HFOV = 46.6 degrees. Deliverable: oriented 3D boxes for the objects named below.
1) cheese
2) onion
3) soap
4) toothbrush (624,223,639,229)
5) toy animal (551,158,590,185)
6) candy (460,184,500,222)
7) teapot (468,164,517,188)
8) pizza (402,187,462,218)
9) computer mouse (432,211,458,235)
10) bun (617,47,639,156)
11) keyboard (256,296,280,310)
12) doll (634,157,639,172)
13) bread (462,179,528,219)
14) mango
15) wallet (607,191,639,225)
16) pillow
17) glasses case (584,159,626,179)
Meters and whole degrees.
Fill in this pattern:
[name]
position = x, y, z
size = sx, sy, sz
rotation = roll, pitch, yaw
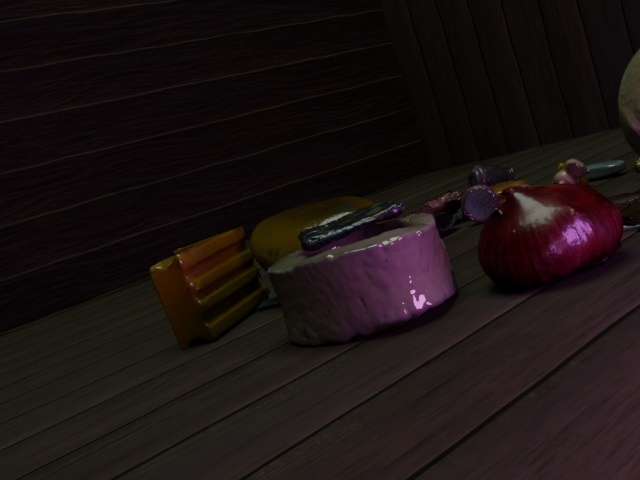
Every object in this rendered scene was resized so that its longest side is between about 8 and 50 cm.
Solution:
[cheese]
position = 0.081, 0.060, 1.306
size = 0.332, 0.153, 0.292
rotation = -11, 9, 45
[onion]
position = 0.374, -0.014, 1.222
size = 0.248, 0.161, 0.248
rotation = -9, 27, 5
[soap]
position = -0.241, 0.094, 1.678
size = 0.096, 0.204, 0.324
rotation = -18, 5, 21
[toothbrush]
position = 0.545, -0.021, 1.396
size = 0.017, 0.014, 0.162
rotation = 1, -3, -27
[toy animal]
position = 0.690, -0.169, 2.046
size = 0.082, 0.091, 0.114
rotation = -47, 0, -12
[candy]
position = 0.426, -0.098, 1.978
size = 0.103, 0.103, 0.043
rotation = -16, 6, 13
[teapot]
position = 0.568, -0.195, 2.409
size = 0.146, 0.116, 0.148
rotation = -8, 1, -9
[pizza]
position = 0.319, -0.071, 2.120
size = 0.226, 0.069, 0.147
rotation = -25, -13, -22
[computer mouse]
position = 0.293, -0.035, 1.979
size = 0.106, 0.062, 0.192
rotation = -13, 2, 44
[bun]
position = 0.826, -0.291, 1.592
size = 0.364, 0.364, 0.202
rotation = -14, 19, 32
[keyboard]
position = -0.060, 0.131, 1.709
size = 0.176, 0.014, 0.055
rotation = -16, 7, 17
[doll]
position = 0.881, -0.211, 1.820
size = 0.207, 0.081, 0.129
rotation = -11, 17, 35
[bread]
position = 0.494, -0.115, 2.097
size = 0.200, 0.077, 0.116
rotation = -14, 15, 34
[mango]
position = 0.000, 0.000, 1.678
size = 0.365, 0.182, 0.253
rotation = 8, 34, 30
[wallet]
position = 0.627, -0.067, 1.478
size = 0.137, 0.031, 0.255
rotation = -17, 6, -3
[pillow]
position = 0.049, -0.031, 1.339
size = 0.189, 0.034, 0.255
rotation = -19, 5, -1
[glasses case]
position = 0.784, -0.198, 2.120
size = 0.067, 0.045, 0.178
rotation = -21, 7, -35
